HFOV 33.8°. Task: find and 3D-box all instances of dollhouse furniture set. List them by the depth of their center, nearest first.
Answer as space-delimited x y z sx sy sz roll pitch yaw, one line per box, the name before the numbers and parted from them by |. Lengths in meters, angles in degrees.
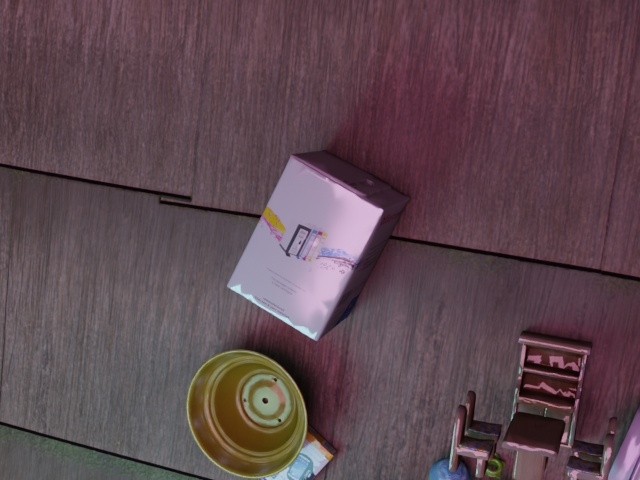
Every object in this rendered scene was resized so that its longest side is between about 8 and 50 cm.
dollhouse furniture set | 0.319 0.242 1.519 0.212 0.242 0.161 9 101 16

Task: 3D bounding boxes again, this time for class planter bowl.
planter bowl | -0.106 0.276 1.743 0.217 0.090 0.217 3 98 20

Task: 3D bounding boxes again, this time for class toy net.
toy net | 0.231 0.433 1.609 0.122 0.232 0.045 3 139 -1

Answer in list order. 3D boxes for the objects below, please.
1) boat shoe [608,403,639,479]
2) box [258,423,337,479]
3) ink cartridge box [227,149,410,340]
boat shoe | 0.477 0.437 1.559 0.157 0.136 0.367 23 96 19
box | -0.044 0.376 1.774 0.081 0.028 0.136 43 111 8
ink cartridge box | 0.000 0.000 1.625 0.168 0.171 0.232 31 106 12
